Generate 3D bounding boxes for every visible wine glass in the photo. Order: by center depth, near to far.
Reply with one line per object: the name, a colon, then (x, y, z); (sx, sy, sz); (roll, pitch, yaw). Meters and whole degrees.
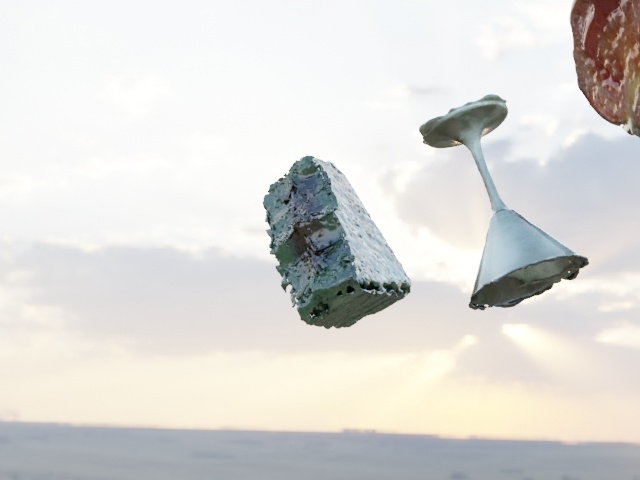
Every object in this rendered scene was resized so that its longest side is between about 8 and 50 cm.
wine glass: (0.166, -0.038, 1.132); (0.122, 0.183, 0.122); (-17, -17, -5)

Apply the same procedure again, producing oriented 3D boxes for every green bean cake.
green bean cake: (0.000, 0.000, 1.423); (0.107, 0.208, 0.193); (-33, -16, 19)

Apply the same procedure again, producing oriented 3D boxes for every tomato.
tomato: (0.467, -0.270, 1.559); (0.170, 0.309, 0.309); (-22, 0, -23)
